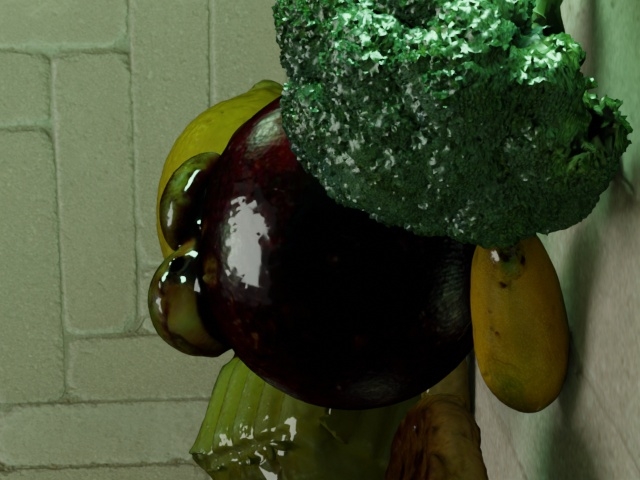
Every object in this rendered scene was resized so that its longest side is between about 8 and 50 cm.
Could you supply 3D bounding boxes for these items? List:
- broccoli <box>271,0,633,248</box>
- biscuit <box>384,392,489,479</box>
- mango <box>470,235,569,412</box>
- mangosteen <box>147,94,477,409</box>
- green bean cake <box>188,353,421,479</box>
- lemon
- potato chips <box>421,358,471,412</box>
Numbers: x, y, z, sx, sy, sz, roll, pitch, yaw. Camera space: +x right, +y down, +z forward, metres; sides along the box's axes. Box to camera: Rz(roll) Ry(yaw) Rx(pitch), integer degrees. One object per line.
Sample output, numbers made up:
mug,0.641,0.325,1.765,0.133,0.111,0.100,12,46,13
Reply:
broccoli,0.101,-0.120,1.124,0.270,0.270,0.270,-55,-10,-24
biscuit,0.076,0.288,1.254,0.289,0.081,0.334,-90,12,-70
mango,0.150,0.056,1.231,0.098,0.075,0.190,-93,-12,-51
mangosteen,0.000,0.000,1.451,0.307,0.347,0.307,3,-90,-65
green bean cake,0.024,0.251,1.828,0.310,0.285,0.202,-25,39,58
lemon,-0.070,-0.037,2.207,0.336,0.336,0.336,179,90,-83
potato chips,0.115,0.168,1.638,0.057,0.080,0.407,-48,-42,-75
